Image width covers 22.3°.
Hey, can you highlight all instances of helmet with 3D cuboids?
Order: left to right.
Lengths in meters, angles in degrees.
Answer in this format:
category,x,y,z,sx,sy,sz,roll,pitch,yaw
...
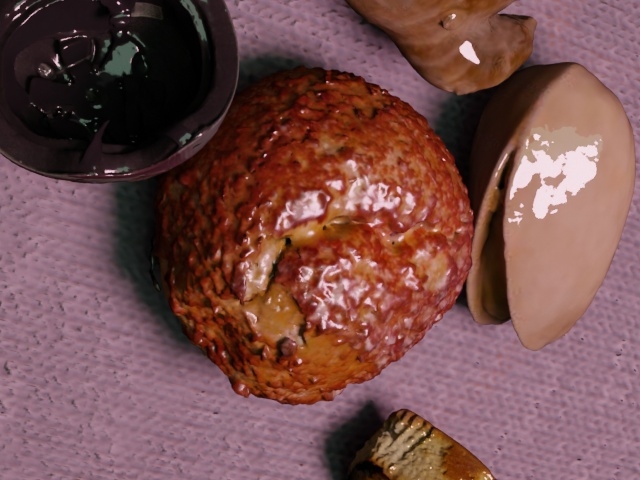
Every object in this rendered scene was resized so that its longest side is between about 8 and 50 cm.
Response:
category,x,y,z,sx,sy,sz,roll,pitch,yaw
helmet,-0.138,-0.106,1.073,0.177,0.107,0.153,-7,78,3

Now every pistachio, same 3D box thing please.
category,x,y,z,sx,sy,sz,roll,pitch,yaw
pistachio,0.167,-0.028,1.226,0.152,0.126,0.223,-23,127,-47

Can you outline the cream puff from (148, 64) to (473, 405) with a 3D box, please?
category,x,y,z,sx,sy,sz,roll,pitch,yaw
cream puff,-0.001,0.000,1.139,0.240,0.164,0.240,-10,112,-25

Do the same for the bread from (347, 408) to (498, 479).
category,x,y,z,sx,sy,sz,roll,pitch,yaw
bread,0.085,0.208,1.247,0.069,0.140,0.128,-42,160,-29

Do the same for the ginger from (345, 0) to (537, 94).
category,x,y,z,sx,sy,sz,roll,pitch,yaw
ginger,0.048,-0.267,1.092,0.256,0.176,0.375,-48,118,-25
